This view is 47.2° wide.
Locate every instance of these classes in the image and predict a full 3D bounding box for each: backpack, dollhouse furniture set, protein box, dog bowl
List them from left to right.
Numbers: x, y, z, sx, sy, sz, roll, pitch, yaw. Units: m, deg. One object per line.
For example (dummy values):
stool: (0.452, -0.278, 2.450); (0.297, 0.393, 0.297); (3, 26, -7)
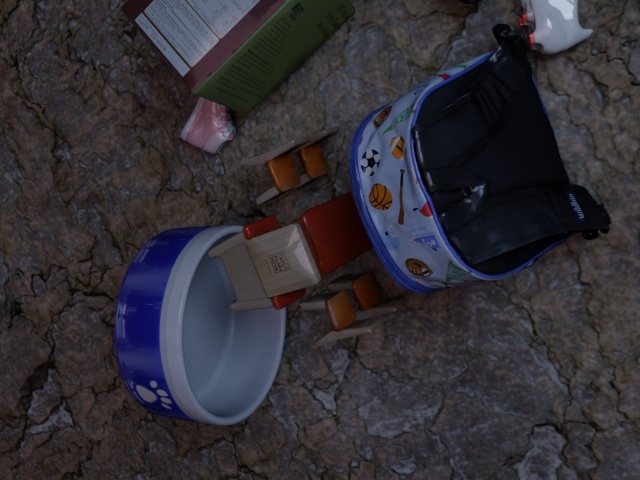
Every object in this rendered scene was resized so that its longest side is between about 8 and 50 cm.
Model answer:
dog bowl: (-0.153, 0.112, 0.994); (0.104, 0.265, 0.265); (0, 102, 26)
protein box: (-0.090, -0.280, 0.886); (0.201, 0.200, 0.136); (-41, 84, 11)
dollhouse furniture set: (0.000, 0.000, 0.905); (0.135, 0.259, 0.262); (-19, 95, 35)
backpack: (0.152, -0.070, 0.820); (0.213, 0.263, 0.276); (-25, 91, 42)

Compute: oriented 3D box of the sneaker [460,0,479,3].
sneaker: (0.104, -0.393, 0.870); (0.124, 0.107, 0.283); (-28, 87, 41)

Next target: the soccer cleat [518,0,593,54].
soccer cleat: (0.253, -0.311, 0.834); (0.076, 0.068, 0.196); (-15, 95, 6)

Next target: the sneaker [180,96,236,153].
sneaker: (-0.140, -0.184, 1.040); (0.070, 0.051, 0.134); (33, 111, 4)
